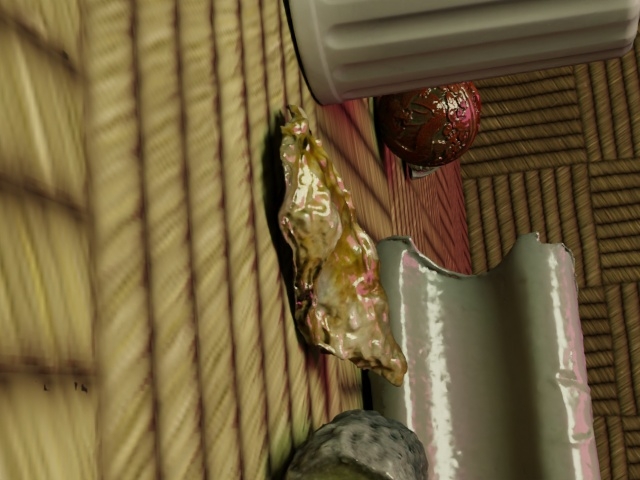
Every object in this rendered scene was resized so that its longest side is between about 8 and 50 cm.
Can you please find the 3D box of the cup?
[{"bbox_3d":[0.092,-0.187,0.616,0.221,0.202,0.166,-67,150,-67],"label":"cup"}]

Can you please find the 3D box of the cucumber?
[{"bbox_3d":[0.016,0.111,0.436,0.112,0.064,0.064,-4,87,-81],"label":"cucumber"}]

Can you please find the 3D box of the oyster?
[{"bbox_3d":[0.000,0.000,0.487,0.122,0.045,0.146,26,57,-60],"label":"oyster"}]

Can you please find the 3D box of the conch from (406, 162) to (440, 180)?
[{"bbox_3d":[0.121,-0.109,1.096,0.076,0.057,0.085,90,3,-50],"label":"conch"}]

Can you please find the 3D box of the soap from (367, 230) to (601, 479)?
[{"bbox_3d":[0.132,0.175,0.704,0.258,0.159,0.302,51,36,-63],"label":"soap"}]

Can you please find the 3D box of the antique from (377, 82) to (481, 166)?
[{"bbox_3d":[0.100,-0.117,0.888,0.104,0.104,0.104,-7,90,-79],"label":"antique"}]
